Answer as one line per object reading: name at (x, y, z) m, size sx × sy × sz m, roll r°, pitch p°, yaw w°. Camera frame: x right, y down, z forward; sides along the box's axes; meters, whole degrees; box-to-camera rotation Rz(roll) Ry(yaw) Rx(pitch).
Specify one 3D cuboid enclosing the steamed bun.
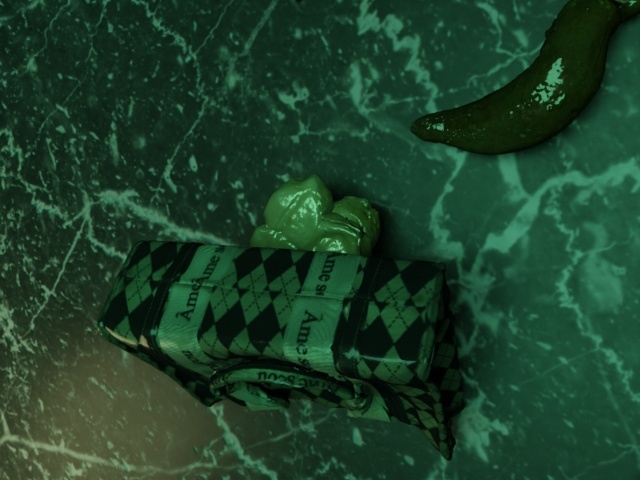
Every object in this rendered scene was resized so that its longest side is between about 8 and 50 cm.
steamed bun at (0.000, 0.000, 0.880) m, size 0.177 × 0.106 × 0.192 m, roll 12°, pitch 105°, yaw 21°

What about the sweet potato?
sweet potato at (0.263, -0.186, 0.753) m, size 0.310 × 0.098 × 0.124 m, roll -38°, pitch 54°, yaw 23°

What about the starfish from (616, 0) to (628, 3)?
starfish at (0.357, -0.494, 0.684) m, size 0.398 × 0.132 × 0.384 m, roll 40°, pitch 105°, yaw 11°

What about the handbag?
handbag at (-0.025, 0.150, 0.791) m, size 0.415 × 0.317 × 0.180 m, roll 3°, pitch 54°, yaw 25°
